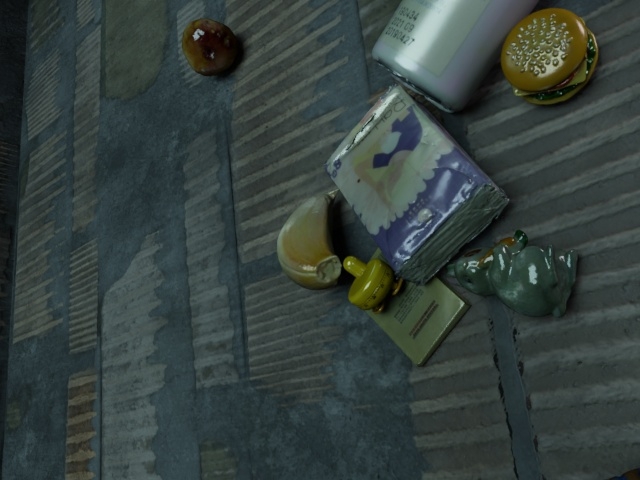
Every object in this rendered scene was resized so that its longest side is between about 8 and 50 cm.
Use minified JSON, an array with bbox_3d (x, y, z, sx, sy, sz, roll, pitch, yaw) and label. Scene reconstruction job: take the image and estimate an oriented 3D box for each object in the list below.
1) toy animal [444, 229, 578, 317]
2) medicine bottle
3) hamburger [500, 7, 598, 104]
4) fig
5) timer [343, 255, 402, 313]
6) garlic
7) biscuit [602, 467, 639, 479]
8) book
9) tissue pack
[{"bbox_3d":[0.302,0.059,1.025,0.251,0.125,0.127,-3,49,46],"label":"toy animal"},{"bbox_3d":[0.277,-0.444,1.096,0.378,0.214,0.213,-56,51,16],"label":"medicine bottle"},{"bbox_3d":[0.395,-0.318,1.027,0.162,0.115,0.161,-9,76,39],"label":"hamburger"},{"bbox_3d":[-0.333,-0.572,1.725,0.159,0.159,0.257,-60,30,13],"label":"fig"},{"bbox_3d":[0.091,0.080,1.166,0.107,0.109,0.107,-54,9,13],"label":"timer"},{"bbox_3d":[-0.009,0.002,1.280,0.164,0.145,0.244,-34,39,38],"label":"garlic"},{"bbox_3d":[0.470,0.320,0.779,0.280,0.183,0.043,-18,78,8],"label":"biscuit"},{"bbox_3d":[0.170,0.114,1.181,0.231,0.026,0.161,46,111,38],"label":"book"},{"bbox_3d":[0.170,-0.116,1.158,0.242,0.125,0.343,-48,47,21],"label":"tissue pack"}]
